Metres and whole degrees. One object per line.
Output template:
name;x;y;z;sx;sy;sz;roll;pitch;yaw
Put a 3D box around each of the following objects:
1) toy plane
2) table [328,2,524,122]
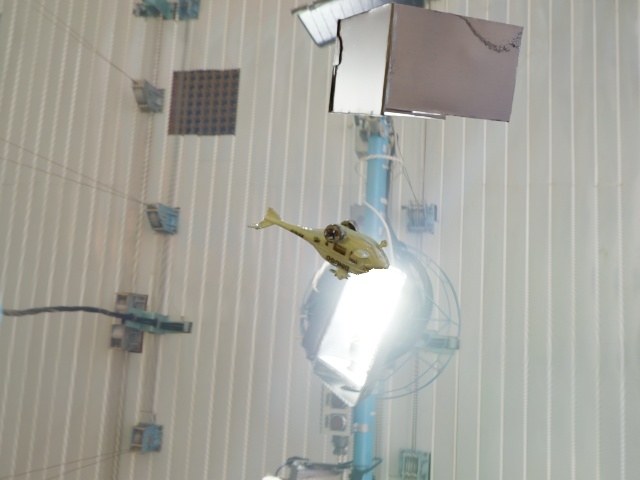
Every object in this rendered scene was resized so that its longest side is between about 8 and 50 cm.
toy plane;0.000;0.000;1.214;0.287;0.092;0.108;25;-72;17
table;0.198;-0.333;1.257;0.282;0.251;0.196;1;-80;-23
